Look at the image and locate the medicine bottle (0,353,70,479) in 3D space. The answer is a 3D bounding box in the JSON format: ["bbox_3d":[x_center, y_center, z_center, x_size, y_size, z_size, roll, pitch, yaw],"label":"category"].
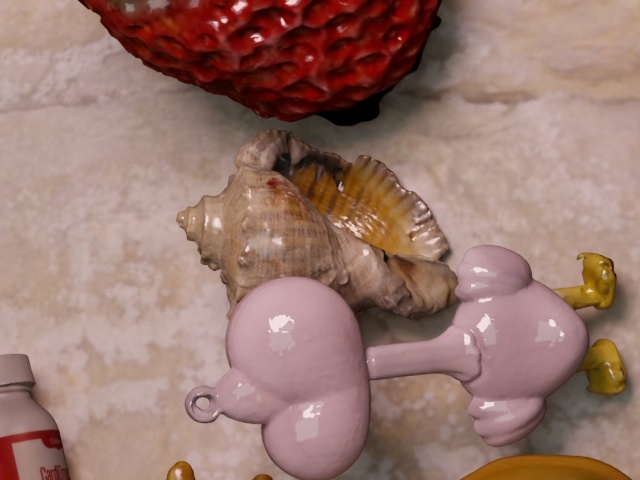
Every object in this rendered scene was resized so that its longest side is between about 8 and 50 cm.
[{"bbox_3d":[-0.272,0.229,1.596,0.131,0.131,0.250,-15,81,12],"label":"medicine bottle"}]

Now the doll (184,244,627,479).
[{"bbox_3d":[0.072,0.093,1.458,0.365,0.094,0.160,-9,97,-17],"label":"doll"}]

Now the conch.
[{"bbox_3d":[0.000,0.000,1.548,0.245,0.163,0.178,14,74,-13],"label":"conch"}]

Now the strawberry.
[{"bbox_3d":[-0.048,-0.245,1.504,0.292,0.310,0.292,-3,79,16],"label":"strawberry"}]

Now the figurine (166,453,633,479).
[{"bbox_3d":[0.051,0.330,1.453,0.387,0.268,0.401,13,53,31],"label":"figurine"}]
